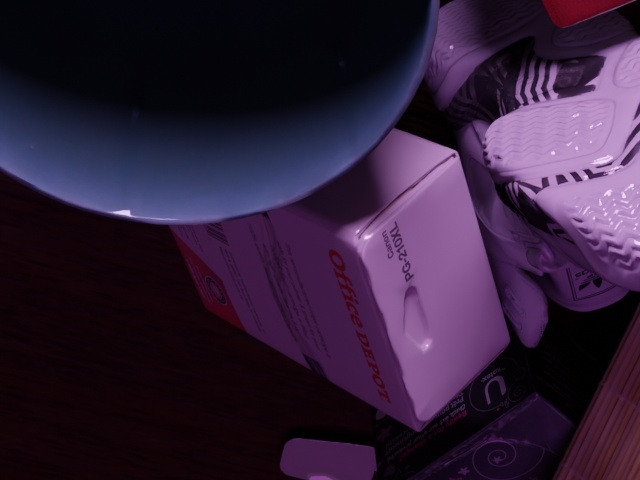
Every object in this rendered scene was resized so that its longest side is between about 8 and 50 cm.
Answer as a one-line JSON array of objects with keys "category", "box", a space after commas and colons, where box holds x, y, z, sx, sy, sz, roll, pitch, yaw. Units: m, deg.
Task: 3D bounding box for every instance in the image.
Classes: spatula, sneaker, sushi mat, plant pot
[{"category": "spatula", "box": [0.075, 0.244, 1.362, 0.242, 0.019, 0.168, 9, 127, -6]}, {"category": "sneaker", "box": [0.172, -0.018, 0.924, 0.137, 0.366, 0.210, -23, 118, -1]}, {"category": "sushi mat", "box": [0.262, 0.137, 1.141, 0.151, 0.019, 0.317, 30, 84, -30]}, {"category": "plant pot", "box": [-0.083, -0.196, 0.875, 0.293, 0.235, 0.293, 0, 129, 0]}]

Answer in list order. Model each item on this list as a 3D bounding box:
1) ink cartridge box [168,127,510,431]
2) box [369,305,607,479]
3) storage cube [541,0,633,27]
[{"category": "ink cartridge box", "box": [0.000, 0.000, 1.030, 0.100, 0.237, 0.172, -39, 131, -24]}, {"category": "box", "box": [0.179, 0.186, 1.229, 0.163, 0.142, 0.247, -38, 118, 21]}, {"category": "storage cube", "box": [0.178, -0.270, 0.847, 0.215, 0.184, 0.193, -20, 126, 15]}]
